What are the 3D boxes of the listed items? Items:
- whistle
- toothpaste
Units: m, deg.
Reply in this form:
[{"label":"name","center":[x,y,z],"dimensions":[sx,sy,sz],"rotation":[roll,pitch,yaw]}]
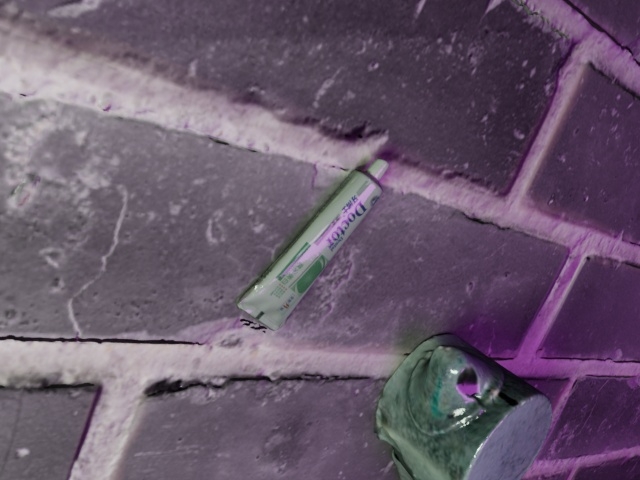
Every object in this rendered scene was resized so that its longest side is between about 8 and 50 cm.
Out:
[{"label":"whistle","center":[0.185,0.315,1.047],"dimensions":[0.188,0.168,0.404],"rotation":[-9,120,-40]},{"label":"toothpaste","center":[0.000,0.000,0.777],"dimensions":[0.218,0.041,0.064],"rotation":[-51,127,-2]}]
